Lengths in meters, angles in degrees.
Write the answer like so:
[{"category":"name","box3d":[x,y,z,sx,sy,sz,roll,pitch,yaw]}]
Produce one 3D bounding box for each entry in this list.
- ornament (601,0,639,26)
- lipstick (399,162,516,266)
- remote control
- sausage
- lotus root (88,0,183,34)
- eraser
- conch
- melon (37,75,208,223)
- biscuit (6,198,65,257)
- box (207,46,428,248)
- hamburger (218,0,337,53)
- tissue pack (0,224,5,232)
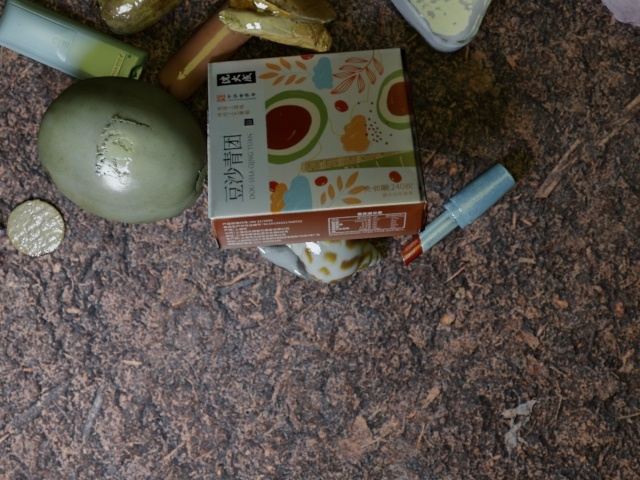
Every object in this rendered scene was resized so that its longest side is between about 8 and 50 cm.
[{"category":"ornament","box3d":[0.627,-0.524,1.731,0.259,0.225,0.259,-7,105,-27]},{"category":"lipstick","box3d":[0.266,-0.048,1.863,0.274,0.061,0.068,-39,97,4]},{"category":"remote control","box3d":[-0.491,-0.380,1.830,0.293,0.051,0.103,23,95,-4]},{"category":"sausage","box3d":[-0.200,-0.390,1.814,0.289,0.086,0.086,-44,94,5]},{"category":"lotus root","box3d":[-0.326,-0.502,1.780,0.260,0.128,0.145,-39,84,2]},{"category":"eraser","box3d":[0.231,-0.512,1.774,0.331,0.150,0.331,0,93,-1]},{"category":"conch","box3d":[0.000,0.000,1.826,0.275,0.183,0.148,39,66,-19]},{"category":"melon","box3d":[-0.359,-0.166,1.744,0.330,0.268,0.268,24,95,1]},{"category":"biscuit","box3d":[-0.574,-0.025,1.883,0.120,0.015,0.120,0,96,0]},{"category":"box","box3d":[-0.012,-0.175,1.740,0.385,0.122,0.344,-4,63,0]},{"category":"hamburger","box3d":[-0.064,-0.427,1.727,0.262,0.131,0.124,5,99,-44]},{"category":"tissue pack","box3d":[-0.725,-0.044,1.855,0.115,0.065,0.155,-39,94,4]}]
